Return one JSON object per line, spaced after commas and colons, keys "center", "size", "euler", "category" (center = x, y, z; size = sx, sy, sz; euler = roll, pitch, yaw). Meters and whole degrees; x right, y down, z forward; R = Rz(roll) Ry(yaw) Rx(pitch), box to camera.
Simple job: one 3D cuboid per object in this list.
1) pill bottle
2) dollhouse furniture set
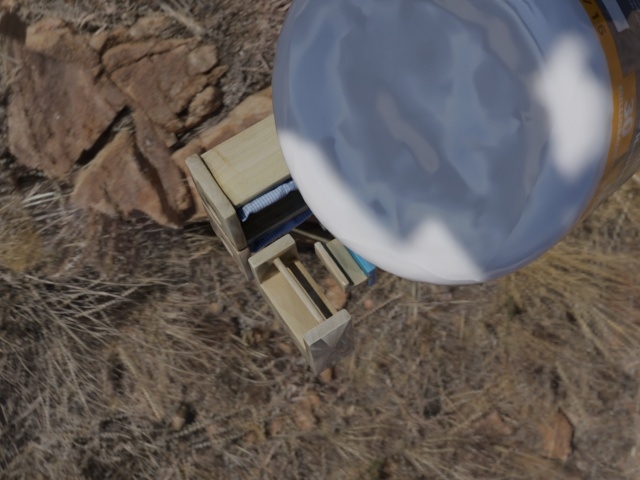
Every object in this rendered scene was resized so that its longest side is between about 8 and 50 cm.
{"center": [0.113, -0.095, 0.479], "size": [0.278, 0.162, 0.162], "euler": [-30, 102, -49], "category": "pill bottle"}
{"center": [0.000, 0.000, 0.729], "size": [0.129, 0.129, 0.183], "euler": [-32, 66, -10], "category": "dollhouse furniture set"}
